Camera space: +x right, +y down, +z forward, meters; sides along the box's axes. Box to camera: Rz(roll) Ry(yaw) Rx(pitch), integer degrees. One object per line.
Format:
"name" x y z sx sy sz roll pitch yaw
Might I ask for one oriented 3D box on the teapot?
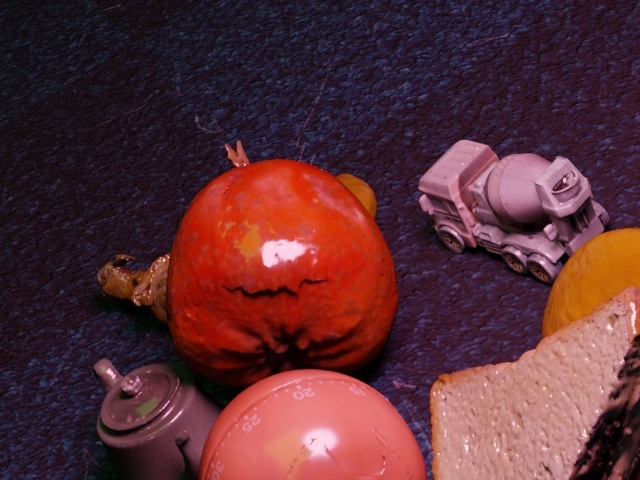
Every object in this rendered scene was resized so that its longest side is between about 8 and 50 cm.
"teapot" -0.194 0.206 2.068 0.162 0.149 0.239 -40 35 -12

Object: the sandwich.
"sandwich" 0.224 0.203 1.670 0.288 0.099 0.254 -32 44 38

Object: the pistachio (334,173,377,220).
"pistachio" 0.004 0.000 2.239 0.110 0.100 0.189 31 57 29

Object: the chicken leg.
"chicken leg" -0.210 0.060 2.332 0.227 0.088 0.103 -2 56 32

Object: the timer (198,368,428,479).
"timer" -0.008 0.247 1.792 0.229 0.230 0.215 -31 28 -1

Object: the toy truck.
"toy truck" 0.223 -0.048 2.086 0.108 0.140 0.256 -45 35 -20

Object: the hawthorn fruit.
"hawthorn fruit" -0.056 0.016 2.058 0.276 0.276 0.307 -20 65 16

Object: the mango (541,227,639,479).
"mango" 0.329 0.114 1.796 0.195 0.142 0.332 -33 39 13
